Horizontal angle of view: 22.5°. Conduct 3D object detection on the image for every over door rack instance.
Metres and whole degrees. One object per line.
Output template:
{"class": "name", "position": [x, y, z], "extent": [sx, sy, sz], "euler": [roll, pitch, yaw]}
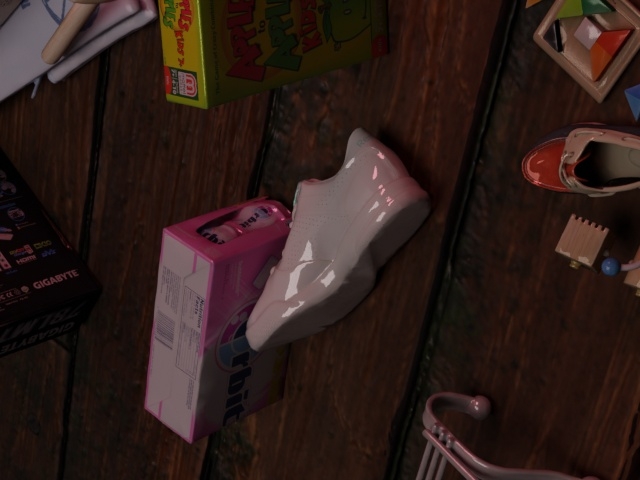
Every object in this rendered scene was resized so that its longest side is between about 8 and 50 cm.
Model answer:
{"class": "over door rack", "position": [0.152, 0.296, 1.153], "extent": [0.324, 0.108, 0.239], "euler": [54, 140, 46]}

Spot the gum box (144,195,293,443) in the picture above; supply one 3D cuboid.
{"class": "gum box", "position": [-0.077, 0.059, 1.314], "extent": [0.062, 0.107, 0.188], "euler": [32, 127, 33]}

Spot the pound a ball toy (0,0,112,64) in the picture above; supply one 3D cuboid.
{"class": "pound a ball toy", "position": [-0.300, -0.225, 1.352], "extent": [0.319, 0.136, 0.208], "euler": [-34, 80, 48]}

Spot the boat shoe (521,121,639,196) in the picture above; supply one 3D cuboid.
{"class": "boat shoe", "position": [0.181, -0.051, 1.048], "extent": [0.137, 0.043, 0.049], "euler": [0, 108, 48]}

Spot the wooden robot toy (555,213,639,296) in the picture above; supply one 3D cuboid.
{"class": "wooden robot toy", "position": [0.240, 0.006, 1.013], "extent": [0.173, 0.076, 0.079], "euler": [21, 85, 39]}

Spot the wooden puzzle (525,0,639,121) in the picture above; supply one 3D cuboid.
{"class": "wooden puzzle", "position": [0.174, -0.135, 1.042], "extent": [0.116, 0.014, 0.078], "euler": [42, 132, 26]}

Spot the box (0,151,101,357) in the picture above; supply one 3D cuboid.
{"class": "box", "position": [-0.402, -0.005, 1.486], "extent": [0.293, 0.296, 0.073], "euler": [49, 133, 19]}

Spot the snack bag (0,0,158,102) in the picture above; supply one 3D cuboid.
{"class": "snack bag", "position": [-0.298, -0.287, 1.454], "extent": [0.342, 0.037, 0.323], "euler": [-24, 88, 48]}

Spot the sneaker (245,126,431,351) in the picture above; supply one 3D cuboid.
{"class": "sneaker", "position": [0.000, 0.000, 1.242], "extent": [0.212, 0.080, 0.094], "euler": [-48, 65, 35]}

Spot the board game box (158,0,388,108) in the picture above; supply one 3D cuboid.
{"class": "board game box", "position": [-0.029, -0.158, 1.118], "extent": [0.043, 0.181, 0.092], "euler": [16, 117, 41]}
